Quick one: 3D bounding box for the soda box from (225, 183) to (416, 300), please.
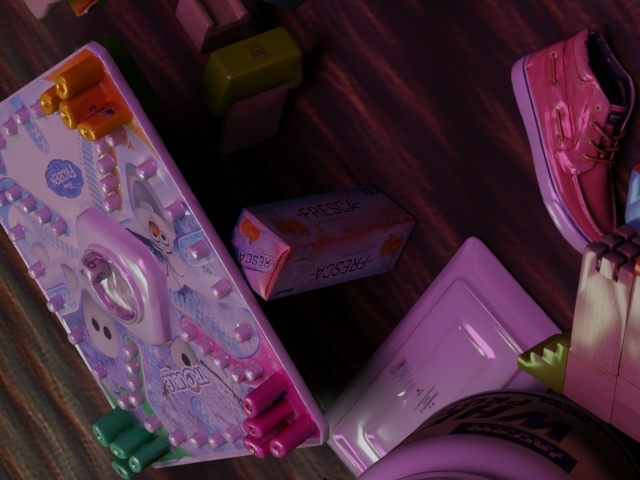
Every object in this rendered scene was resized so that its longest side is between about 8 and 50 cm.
[{"bbox_3d":[0.000,0.000,1.674,0.063,0.183,0.058,40,120,27],"label":"soda box"}]

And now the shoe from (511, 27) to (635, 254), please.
[{"bbox_3d":[0.218,-0.080,1.567,0.081,0.063,0.178,-26,78,43],"label":"shoe"}]

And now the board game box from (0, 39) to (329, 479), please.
[{"bbox_3d":[-0.190,0.041,1.762,0.390,0.050,0.390,60,151,-6],"label":"board game box"}]

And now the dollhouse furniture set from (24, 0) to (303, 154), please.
[{"bbox_3d":[-0.172,-0.209,1.793,0.301,0.197,0.151,57,156,24],"label":"dollhouse furniture set"}]

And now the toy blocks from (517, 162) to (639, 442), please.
[{"bbox_3d":[0.325,0.059,1.378,0.381,0.191,0.261,33,135,36],"label":"toy blocks"}]

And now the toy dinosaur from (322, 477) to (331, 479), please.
[{"bbox_3d":[0.051,0.277,1.751,0.268,0.064,0.118,-5,129,37],"label":"toy dinosaur"}]

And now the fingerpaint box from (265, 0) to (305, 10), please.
[{"bbox_3d":[-0.009,-0.475,1.528,0.371,0.163,0.445,-35,57,36],"label":"fingerpaint box"}]

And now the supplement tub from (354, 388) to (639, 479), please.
[{"bbox_3d":[0.128,0.252,1.498,0.235,0.325,0.235,1,95,15],"label":"supplement tub"}]

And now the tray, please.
[{"bbox_3d":[0.100,0.137,1.720,0.145,0.030,0.270,50,124,21],"label":"tray"}]
